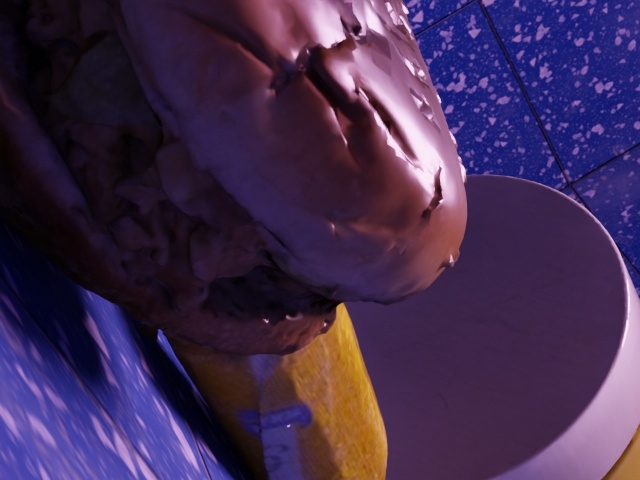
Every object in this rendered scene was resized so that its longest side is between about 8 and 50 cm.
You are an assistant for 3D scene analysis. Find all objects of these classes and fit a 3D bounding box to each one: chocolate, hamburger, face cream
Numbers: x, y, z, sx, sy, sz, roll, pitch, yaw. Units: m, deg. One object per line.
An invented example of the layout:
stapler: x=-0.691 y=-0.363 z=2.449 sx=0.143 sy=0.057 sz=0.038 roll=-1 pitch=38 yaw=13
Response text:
chocolate: x=-0.004 y=0.083 z=0.899 sx=0.085 sy=0.086 sz=0.219 roll=61 pitch=-3 yaw=41
hamburger: x=-0.052 y=-0.088 z=0.712 sx=0.286 sy=0.146 sz=0.243 roll=59 pitch=15 yaw=18
face cream: x=0.095 y=0.100 z=1.140 sx=0.218 sy=0.218 sz=0.179 roll=61 pitch=1 yaw=43
